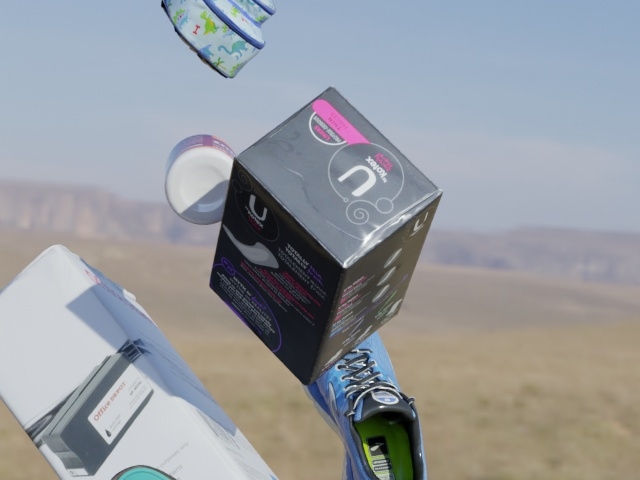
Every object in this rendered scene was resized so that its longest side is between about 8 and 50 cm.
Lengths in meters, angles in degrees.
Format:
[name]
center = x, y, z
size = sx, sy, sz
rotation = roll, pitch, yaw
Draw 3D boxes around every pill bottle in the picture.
[pill bottle]
center = -0.129, -0.072, 2.111
size = 0.086, 0.086, 0.152
rotation = 4, 12, -5

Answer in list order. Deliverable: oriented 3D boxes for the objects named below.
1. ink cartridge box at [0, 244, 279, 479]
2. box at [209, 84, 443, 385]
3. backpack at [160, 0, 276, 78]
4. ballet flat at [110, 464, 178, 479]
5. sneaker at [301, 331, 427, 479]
[ink cartridge box]
center = -0.199, 0.225, 2.161
size = 0.395, 0.166, 0.285
rotation = 49, 0, 23
[box]
center = 0.000, 0.000, 1.955
size = 0.143, 0.165, 0.270
rotation = -38, -17, -25
[backpack]
center = -0.094, -0.214, 1.764
size = 0.105, 0.084, 0.114
rotation = 38, 19, -32
[ballet flat]
center = -0.096, 0.318, 1.630
size = 0.095, 0.280, 0.096
rotation = -35, -8, -19
[sneaker]
center = 0.067, 0.203, 2.420
size = 0.130, 0.330, 0.147
rotation = -12, -23, -21
